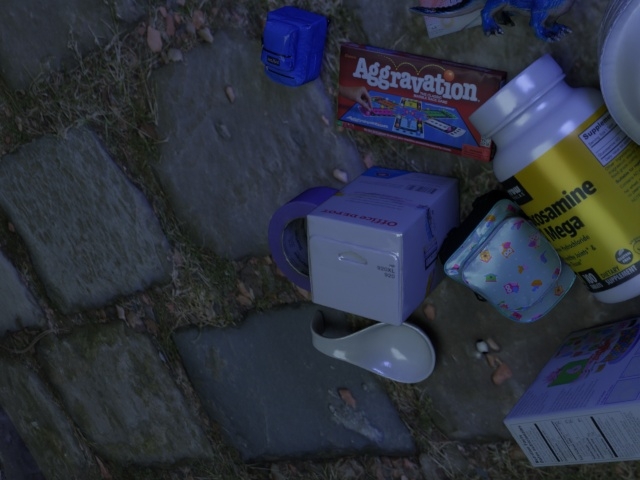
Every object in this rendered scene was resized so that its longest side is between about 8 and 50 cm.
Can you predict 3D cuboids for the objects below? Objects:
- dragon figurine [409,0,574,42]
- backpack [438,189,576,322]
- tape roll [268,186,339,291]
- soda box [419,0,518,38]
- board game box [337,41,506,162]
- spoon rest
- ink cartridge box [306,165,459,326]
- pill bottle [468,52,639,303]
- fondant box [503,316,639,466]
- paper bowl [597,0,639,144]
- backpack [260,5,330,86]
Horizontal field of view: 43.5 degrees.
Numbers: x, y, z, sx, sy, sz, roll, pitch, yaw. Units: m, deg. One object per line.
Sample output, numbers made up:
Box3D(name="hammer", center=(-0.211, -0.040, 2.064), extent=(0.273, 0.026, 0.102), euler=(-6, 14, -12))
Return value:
Box3D(name="dragon figurine", center=(0.263, -0.345, 1.055), extent=(0.289, 0.085, 0.144), euler=(18, 123, 33))
Box3D(name="backpack", center=(0.304, 0.034, 1.255), extent=(0.188, 0.144, 0.166), euler=(35, 102, -15))
Box3D(name="tape roll", center=(0.000, 0.000, 1.506), extent=(0.189, 0.080, 0.189), euler=(17, 123, 27))
Box3D(name="soda box", center=(0.240, -0.349, 1.168), extent=(0.183, 0.058, 0.063), euler=(-7, 110, 37))
Box3D(name="board game box", center=(0.156, -0.229, 1.311), extent=(0.281, 0.027, 0.145), euler=(17, 122, 26))
Box3D(name="spoon rest", center=(0.093, 0.202, 1.549), extent=(0.276, 0.084, 0.137), euler=(8, 119, 32))
Box3D(name="ink cartridge box", center=(0.108, 0.001, 1.330), extent=(0.171, 0.233, 0.168), euler=(12, 120, 29))
Box3D(name="pill bottle", center=(0.369, -0.091, 1.133), extent=(0.334, 0.188, 0.188), euler=(51, 131, 1))
Box3D(name="fondant box", center=(0.461, 0.207, 1.161), extent=(0.330, 0.238, 0.096), euler=(-25, 101, 52))
Box3D(name="paper bowl", center=(0.484, -0.219, 0.965), extent=(0.284, 0.148, 0.284), euler=(8, 128, 11))
Box3D(name="backpack", center=(-0.054, -0.322, 1.357), extent=(0.098, 0.101, 0.120), euler=(28, 131, 28))
